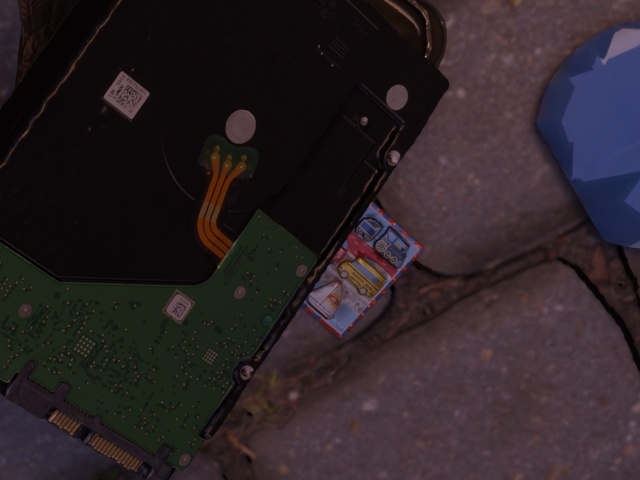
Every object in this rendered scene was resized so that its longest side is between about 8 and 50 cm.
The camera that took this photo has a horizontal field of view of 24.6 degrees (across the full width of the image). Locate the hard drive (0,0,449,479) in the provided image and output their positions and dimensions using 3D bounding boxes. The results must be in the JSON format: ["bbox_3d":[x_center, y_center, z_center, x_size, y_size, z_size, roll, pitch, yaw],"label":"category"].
[{"bbox_3d":[-0.093,-0.036,0.938,0.237,0.064,0.339,38,82,-33],"label":"hard drive"}]

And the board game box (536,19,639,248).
[{"bbox_3d":[0.242,-0.078,1.088,0.133,0.033,0.169,-31,94,10],"label":"board game box"}]

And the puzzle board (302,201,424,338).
[{"bbox_3d":[0.000,0.000,1.107,0.128,0.011,0.096,41,97,-7],"label":"puzzle board"}]

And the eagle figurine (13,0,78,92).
[{"bbox_3d":[-0.220,-0.072,0.997,0.226,0.225,0.298,10,85,-25],"label":"eagle figurine"}]

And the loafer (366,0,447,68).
[{"bbox_3d":[-0.034,-0.148,1.040,0.251,0.087,0.094,5,100,-2],"label":"loafer"}]
